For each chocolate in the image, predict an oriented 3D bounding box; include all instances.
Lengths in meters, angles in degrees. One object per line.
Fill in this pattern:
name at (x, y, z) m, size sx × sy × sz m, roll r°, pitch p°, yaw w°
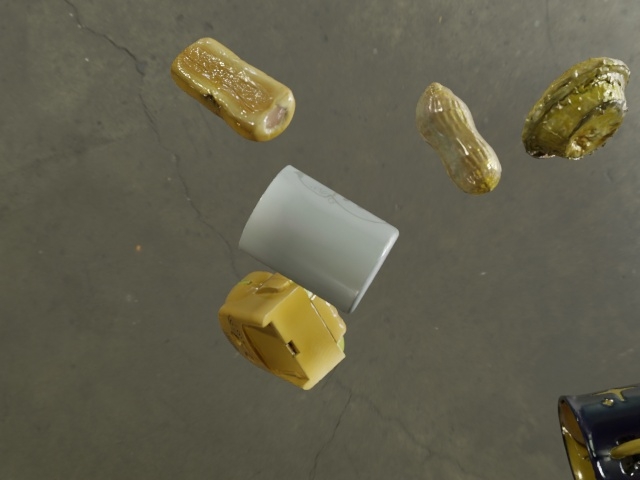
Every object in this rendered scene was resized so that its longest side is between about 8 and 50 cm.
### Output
chocolate at (0.333, -0.246, 1.896) m, size 0.134 × 0.134 × 0.309 m, roll -27°, pitch 77°, yaw 2°

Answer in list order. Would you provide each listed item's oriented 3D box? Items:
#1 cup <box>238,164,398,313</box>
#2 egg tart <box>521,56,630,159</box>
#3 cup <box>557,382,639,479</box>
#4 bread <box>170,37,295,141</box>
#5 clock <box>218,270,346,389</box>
cup at (0.004, -0.008, 0.775) m, size 0.133 × 0.136 × 0.099 m, roll 30°, pitch 118°, yaw 6°
egg tart at (0.391, -0.184, 1.152) m, size 0.191 × 0.191 × 0.074 m, roll -32°, pitch 62°, yaw 1°
cup at (0.459, 0.269, 0.960) m, size 0.256 × 0.255 × 0.178 m, roll -13°, pitch 95°, yaw 6°
bread at (-0.186, -0.321, 1.648) m, size 0.142 × 0.091 × 0.305 m, roll -44°, pitch 62°, yaw -12°
clock at (-0.108, 0.196, 1.805) m, size 0.200 × 0.317 × 0.244 m, roll -40°, pitch 113°, yaw -32°
